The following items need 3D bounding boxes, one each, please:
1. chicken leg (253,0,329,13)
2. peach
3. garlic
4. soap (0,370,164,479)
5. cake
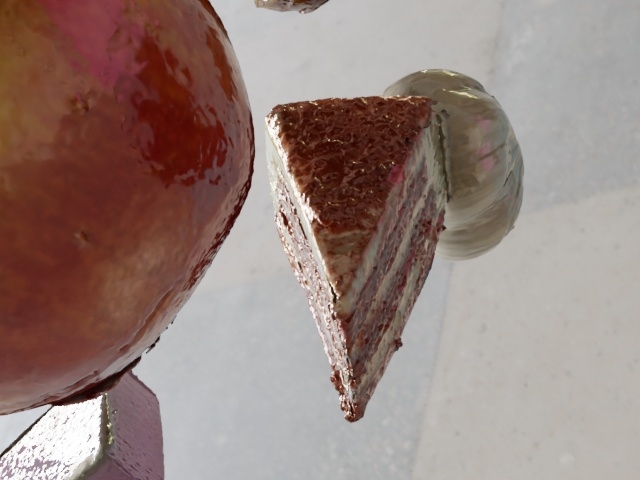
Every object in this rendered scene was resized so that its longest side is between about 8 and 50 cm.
[{"bbox_3d":[0.036,-0.301,0.936,0.304,0.093,0.113,-56,-14,24],"label":"chicken leg"},{"bbox_3d":[-0.223,-0.063,0.717,0.370,0.370,0.370,-24,36,19],"label":"peach"},{"bbox_3d":[0.156,-0.090,1.395,0.178,0.229,0.143,-26,5,-6],"label":"garlic"},{"bbox_3d":[-0.253,0.242,1.096,0.259,0.081,0.181,-42,23,8],"label":"soap"},{"bbox_3d":[0.000,0.000,1.024,0.160,0.158,0.262,10,43,18],"label":"cake"}]
